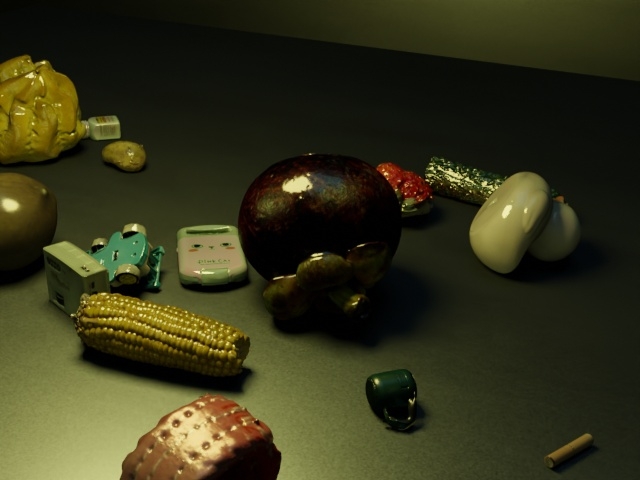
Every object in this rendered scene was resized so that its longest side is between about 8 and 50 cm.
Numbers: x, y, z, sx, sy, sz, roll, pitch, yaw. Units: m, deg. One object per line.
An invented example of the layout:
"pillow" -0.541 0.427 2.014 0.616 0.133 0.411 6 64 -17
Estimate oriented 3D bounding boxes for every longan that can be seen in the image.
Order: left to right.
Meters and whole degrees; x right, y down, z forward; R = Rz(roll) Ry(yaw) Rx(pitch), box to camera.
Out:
"longan" -0.629 -0.037 1.578 0.196 0.196 0.220 1 36 -3

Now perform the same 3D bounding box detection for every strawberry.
"strawberry" 0.178 -0.137 1.894 0.175 0.107 0.236 -14 13 -3

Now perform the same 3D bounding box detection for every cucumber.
"cucumber" 0.434 -0.123 1.953 0.359 0.096 0.096 19 31 23

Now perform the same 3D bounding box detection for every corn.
"corn" -0.273 0.158 1.321 0.318 0.115 0.115 10 28 15

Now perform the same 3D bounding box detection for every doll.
"doll" 0.448 -0.022 1.689 0.221 0.221 0.251 20 54 30

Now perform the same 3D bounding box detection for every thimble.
"thimble" -0.152 0.301 0.989 0.125 0.163 0.189 25 48 36

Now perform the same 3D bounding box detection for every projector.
"projector" -0.444 0.079 1.446 0.061 0.115 0.147 -20 35 -41

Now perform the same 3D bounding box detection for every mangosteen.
"mangosteen" 0.000 -0.013 1.497 0.330 0.330 0.330 2 27 -1

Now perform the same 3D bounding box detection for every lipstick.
"lipstick" 0.371 0.312 1.171 0.094 0.019 0.019 -15 32 -32

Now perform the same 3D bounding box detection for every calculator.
"calculator" -0.229 0.028 1.643 0.141 0.045 0.246 -2 27 -10

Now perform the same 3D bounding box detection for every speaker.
"speaker" 0.117 0.245 1.233 0.075 0.060 0.094 -8 29 -18

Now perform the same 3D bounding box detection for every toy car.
"toy car" -0.394 0.055 1.556 0.161 0.098 0.126 -20 47 19

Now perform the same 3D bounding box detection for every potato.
"potato" -0.520 -0.228 2.086 0.138 0.070 0.091 22 32 33

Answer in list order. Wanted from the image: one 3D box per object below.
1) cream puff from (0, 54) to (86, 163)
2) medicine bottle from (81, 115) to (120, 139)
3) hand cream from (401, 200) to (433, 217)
"cream puff" -0.795 -0.368 2.107 0.291 0.257 0.324 -12 37 -18
"medicine bottle" -0.644 -0.325 2.279 0.118 0.055 0.074 -8 30 -19
"hand cream" 0.195 -0.068 1.893 0.165 0.037 0.057 -14 31 -15
